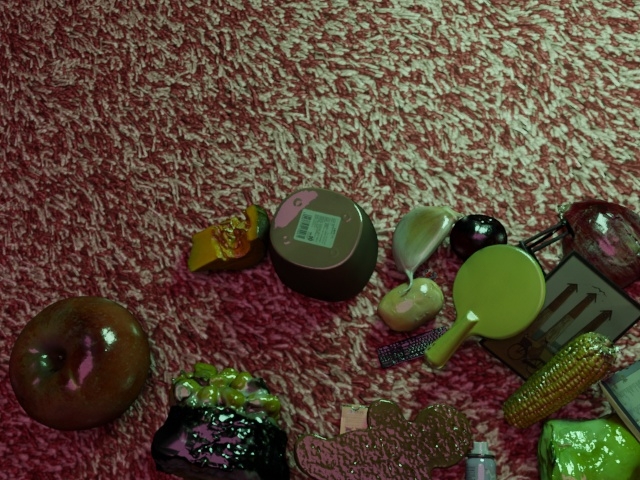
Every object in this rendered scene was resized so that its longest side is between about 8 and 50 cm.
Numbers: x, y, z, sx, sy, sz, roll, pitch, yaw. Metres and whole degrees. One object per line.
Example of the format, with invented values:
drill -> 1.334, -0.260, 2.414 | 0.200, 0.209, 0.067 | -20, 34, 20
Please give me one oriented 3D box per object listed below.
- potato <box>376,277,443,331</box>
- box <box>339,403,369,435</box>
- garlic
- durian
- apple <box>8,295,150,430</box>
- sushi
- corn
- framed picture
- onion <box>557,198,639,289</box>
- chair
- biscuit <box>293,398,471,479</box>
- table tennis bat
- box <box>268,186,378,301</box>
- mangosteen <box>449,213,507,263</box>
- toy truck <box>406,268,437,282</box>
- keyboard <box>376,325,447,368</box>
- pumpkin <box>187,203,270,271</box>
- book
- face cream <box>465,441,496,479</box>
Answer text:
potato -> 0.237, 0.169, 1.844 | 0.178, 0.109, 0.118 | -26, 56, -1
box -> 0.085, 0.494, 1.801 | 0.073, 0.020, 0.149 | 3, 72, 10
garlic -> 0.247, 0.018, 1.879 | 0.129, 0.148, 0.266 | 29, 83, -3
durian -> 0.615, 0.520, 1.618 | 0.340, 0.204, 0.255 | -7, 59, 5
apple -> -0.614, 0.316, 1.835 | 0.349, 0.277, 0.348 | -4, 71, 11
sushi -> -0.217, 0.450, 1.709 | 0.329, 0.328, 0.285 | 8, 62, 13
corn -> 0.568, 0.336, 1.683 | 0.318, 0.115, 0.115 | -48, 69, 19
framed picture -> 0.582, 0.211, 1.708 | 0.244, 0.013, 0.324 | 38, 108, -7
onion -> 0.730, -0.014, 1.828 | 0.227, 0.120, 0.283 | -42, 70, -12
chair -> 0.535, 0.070, 1.778 | 0.260, 0.154, 0.141 | -31, 69, 19
biscuit -> 0.170, 0.537, 1.741 | 0.432, 0.064, 0.283 | -22, 69, -11
table tennis bat -> 0.389, 0.175, 1.727 | 0.368, 0.054, 0.224 | -51, 57, 13
box -> 0.000, 0.000, 1.885 | 0.301, 0.216, 0.300 | -3, 70, 9
mangosteen -> 0.416, 0.005, 1.865 | 0.153, 0.152, 0.152 | -3, 71, 8
toy truck -> 0.271, 0.098, 1.908 | 0.083, 0.024, 0.032 | -23, 92, 2
keyboard -> 0.245, 0.280, 1.853 | 0.196, 0.018, 0.060 | -19, 67, 1
pumpkin -> -0.240, 0.012, 1.973 | 0.248, 0.126, 0.130 | -21, 62, 19
book -> 0.764, 0.368, 1.669 | 0.231, 0.026, 0.157 | -14, 60, -37
face cream -> 0.383, 0.600, 1.690 | 0.075, 0.075, 0.229 | 1, 72, 9
